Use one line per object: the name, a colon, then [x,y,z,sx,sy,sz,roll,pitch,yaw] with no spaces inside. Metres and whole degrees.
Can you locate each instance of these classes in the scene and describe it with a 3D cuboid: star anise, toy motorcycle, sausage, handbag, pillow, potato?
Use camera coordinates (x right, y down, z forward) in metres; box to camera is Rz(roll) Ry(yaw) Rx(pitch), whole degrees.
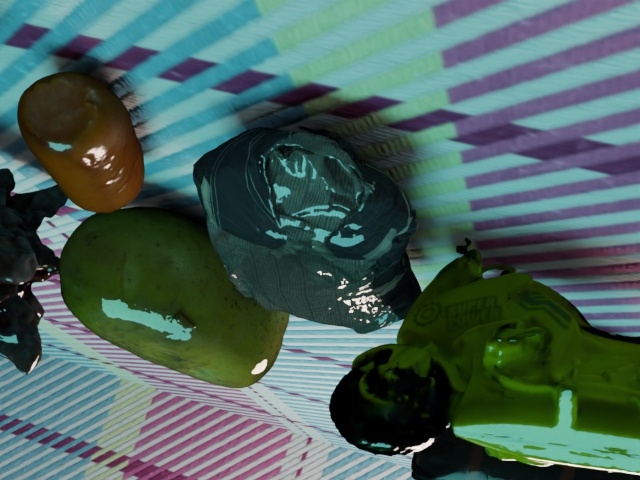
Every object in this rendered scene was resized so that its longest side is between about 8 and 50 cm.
star anise: [-0.318,-0.014,0.971,0.282,0.129,0.212,57,-173,2]
toy motorcycle: [0.188,0.098,0.769,0.342,0.206,0.142,4,131,15]
sausage: [-0.178,-0.070,0.802,0.076,0.076,0.197,19,165,3]
handbag: [0.203,0.167,0.977,0.215,0.169,0.155,14,179,15]
pillow: [0.000,0.000,0.792,0.161,0.092,0.335,10,162,11]
potato: [-0.139,0.052,1.026,0.228,0.148,0.197,22,177,-5]
